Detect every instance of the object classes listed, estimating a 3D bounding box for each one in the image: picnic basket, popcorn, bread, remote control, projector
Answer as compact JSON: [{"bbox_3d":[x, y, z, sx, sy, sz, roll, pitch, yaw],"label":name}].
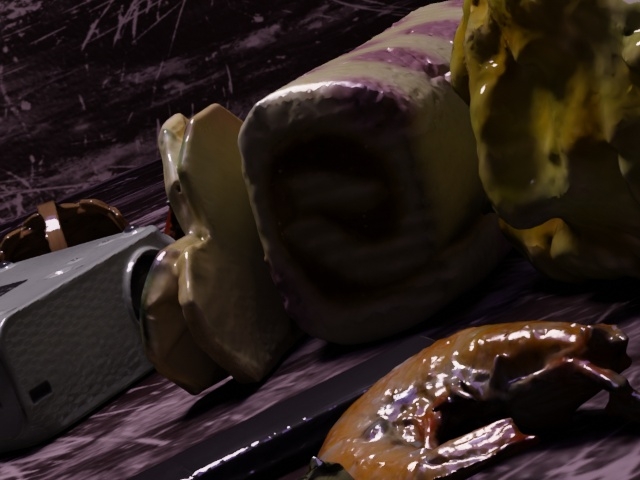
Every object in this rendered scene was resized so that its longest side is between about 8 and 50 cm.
[{"bbox_3d":[-0.234,0.027,1.638,0.137,0.128,0.178,-23,-1,-2],"label":"picnic basket"},{"bbox_3d":[0.213,-0.116,1.049,0.335,0.279,0.274,4,42,41],"label":"popcorn"},{"bbox_3d":[0.066,-0.060,1.300,0.155,0.187,0.338,-10,14,23],"label":"bread"},{"bbox_3d":[-0.033,0.115,0.981,0.245,0.025,0.063,-25,13,-21],"label":"remote control"},{"bbox_3d":[-0.236,0.081,1.383,0.198,0.108,0.250,-14,10,32],"label":"projector"}]

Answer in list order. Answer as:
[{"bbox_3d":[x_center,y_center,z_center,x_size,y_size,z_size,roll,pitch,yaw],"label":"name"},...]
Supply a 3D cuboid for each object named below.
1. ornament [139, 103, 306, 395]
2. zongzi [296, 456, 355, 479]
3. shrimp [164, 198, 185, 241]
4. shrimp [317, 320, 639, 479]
[{"bbox_3d":[-0.054,0.018,1.251,0.059,0.201,0.180,-17,-34,31],"label":"ornament"},{"bbox_3d":[-0.037,0.147,0.716,0.119,0.055,0.109,-30,7,20],"label":"zongzi"},{"bbox_3d":[-0.104,-0.004,1.536,0.154,0.062,0.294,-41,-13,-8],"label":"shrimp"},{"bbox_3d":[0.076,0.089,0.851,0.187,0.052,0.132,-21,26,38],"label":"shrimp"}]
